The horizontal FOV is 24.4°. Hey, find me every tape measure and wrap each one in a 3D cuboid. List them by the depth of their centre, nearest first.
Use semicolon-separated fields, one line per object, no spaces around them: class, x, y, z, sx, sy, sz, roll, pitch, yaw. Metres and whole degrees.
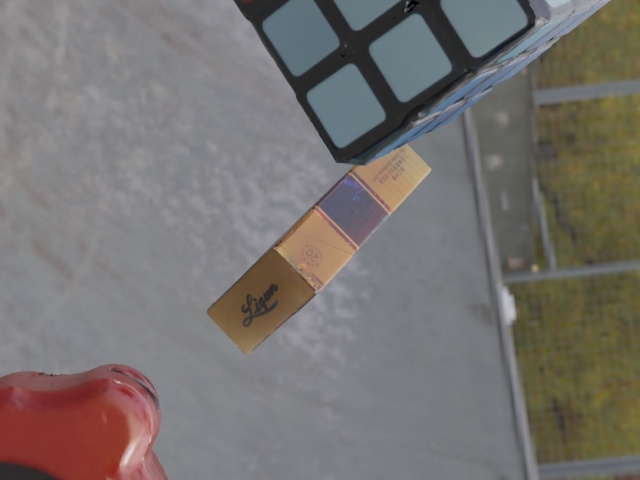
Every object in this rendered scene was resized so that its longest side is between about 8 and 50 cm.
tape measure;-0.218;0.202;0.997;0.114;0.253;0.260;-131;-144;-86

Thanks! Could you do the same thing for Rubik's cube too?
Rubik's cube;0.061;-0.161;0.893;0.163;0.162;0.160;58;30;1

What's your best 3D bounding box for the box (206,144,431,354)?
box;-0.001;0.000;1.528;0.152;0.070;0.237;-43;-176;48
